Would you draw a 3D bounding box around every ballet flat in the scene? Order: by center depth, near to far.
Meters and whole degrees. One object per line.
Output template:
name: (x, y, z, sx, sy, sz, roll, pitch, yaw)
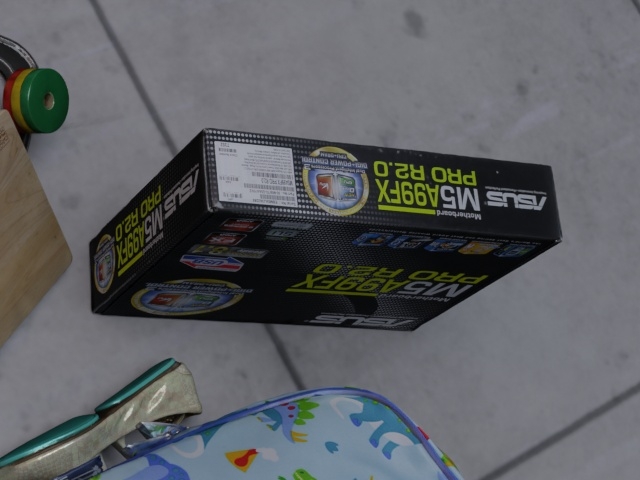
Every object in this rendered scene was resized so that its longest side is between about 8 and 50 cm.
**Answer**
ballet flat: (-0.147, 0.137, 1.256, 0.168, 0.057, 0.052, -30, 97, -33)

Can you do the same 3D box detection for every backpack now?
backpack: (-0.055, 0.246, 1.162, 0.355, 0.273, 0.290, -11, 52, -44)

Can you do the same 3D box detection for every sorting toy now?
sorting toy: (-0.244, 0.006, 1.232, 0.274, 0.046, 0.132, -55, 137, -42)

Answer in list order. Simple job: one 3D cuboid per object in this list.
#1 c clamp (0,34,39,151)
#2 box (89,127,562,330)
c clamp: (-0.266, -0.104, 1.307, 0.137, 0.022, 0.160, 16, 63, -28)
box: (0.000, 0.000, 1.291, 0.270, 0.216, 0.060, 5, 67, -27)
